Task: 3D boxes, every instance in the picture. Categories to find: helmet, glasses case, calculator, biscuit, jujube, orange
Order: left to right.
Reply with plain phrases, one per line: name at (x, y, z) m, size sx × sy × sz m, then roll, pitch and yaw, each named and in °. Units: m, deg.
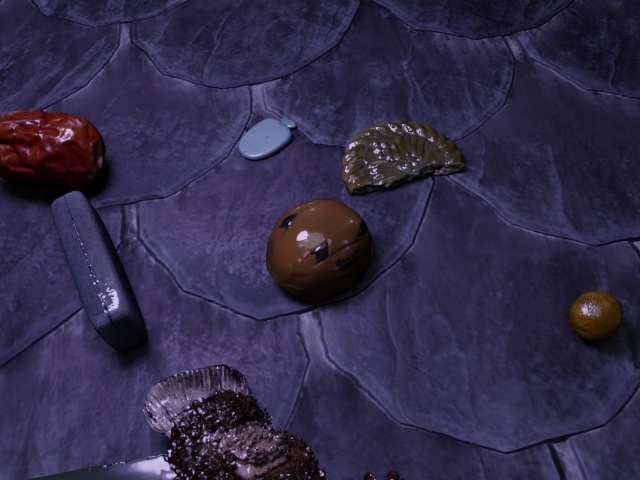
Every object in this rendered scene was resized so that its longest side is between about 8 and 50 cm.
jujube at (-0.587, -0.190, 1.188) m, size 0.251 × 0.174 × 0.174 m, roll 8°, pitch 57°, yaw 4°
glasses case at (-0.416, 0.051, 1.040) m, size 0.074 × 0.131 × 0.323 m, roll -26°, pitch 59°, yaw -13°
calculator at (-0.122, -0.240, 1.288) m, size 0.153 × 0.021 × 0.095 m, roll -41°, pitch 64°, yaw -18°
helmet at (0.000, 0.000, 1.058) m, size 0.224 × 0.130 × 0.198 m, roll -36°, pitch 65°, yaw -21°
biscuit at (0.169, -0.200, 1.238) m, size 0.274 × 0.036 × 0.187 m, roll -16°, pitch 57°, yaw -8°
orange at (0.482, 0.130, 0.974) m, size 0.095 × 0.085 × 0.085 m, roll -34°, pitch 61°, yaw -25°

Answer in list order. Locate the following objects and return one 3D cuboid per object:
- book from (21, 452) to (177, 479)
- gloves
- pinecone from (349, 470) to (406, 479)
book at (-0.338, 0.466, 0.816) m, size 0.371 × 0.043 × 0.260 m, roll -8°, pitch 54°, yaw -4°
gloves at (-0.126, 0.311, 0.828) m, size 0.312 × 0.210 × 0.135 m, roll 37°, pitch 102°, yaw 49°
pinecone at (0.083, 0.401, 0.773) m, size 0.165 × 0.162 × 0.163 m, roll -30°, pitch 59°, yaw -29°
